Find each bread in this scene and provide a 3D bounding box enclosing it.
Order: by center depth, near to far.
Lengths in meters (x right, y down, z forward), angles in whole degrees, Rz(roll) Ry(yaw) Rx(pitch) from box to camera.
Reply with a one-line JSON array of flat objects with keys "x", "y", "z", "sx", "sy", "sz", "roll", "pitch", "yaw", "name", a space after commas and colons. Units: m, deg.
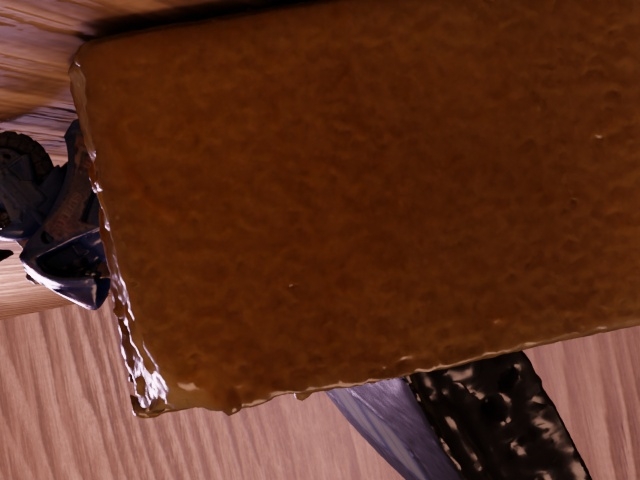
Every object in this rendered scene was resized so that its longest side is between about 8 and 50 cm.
[{"x": 0.031, "y": -0.024, "z": 0.626, "sx": 0.275, "sy": 0.184, "sz": 0.114, "roll": -11, "pitch": -177, "yaw": -10, "name": "bread"}]

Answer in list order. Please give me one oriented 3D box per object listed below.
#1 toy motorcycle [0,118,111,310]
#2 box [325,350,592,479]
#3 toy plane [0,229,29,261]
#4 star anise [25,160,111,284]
[{"x": -0.102, "y": -0.024, "z": 0.741, "sx": 0.205, "sy": 0.114, "sz": 0.076, "roll": -11, "pitch": 176, "yaw": 1, "name": "toy motorcycle"}, {"x": 0.057, "y": 0.097, "z": 0.980, "sx": 0.091, "sy": 0.359, "sz": 0.350, "roll": -39, "pitch": -146, "yaw": -11, "name": "box"}, {"x": -0.312, "y": 0.011, "z": 1.016, "sx": 0.197, "sy": 0.078, "sz": 0.053, "roll": -26, "pitch": -177, "yaw": -32, "name": "toy plane"}, {"x": -0.086, "y": -0.030, "z": 0.839, "sx": 0.208, "sy": 0.063, "sz": 0.172, "roll": 1, "pitch": -150, "yaw": 6, "name": "star anise"}]
